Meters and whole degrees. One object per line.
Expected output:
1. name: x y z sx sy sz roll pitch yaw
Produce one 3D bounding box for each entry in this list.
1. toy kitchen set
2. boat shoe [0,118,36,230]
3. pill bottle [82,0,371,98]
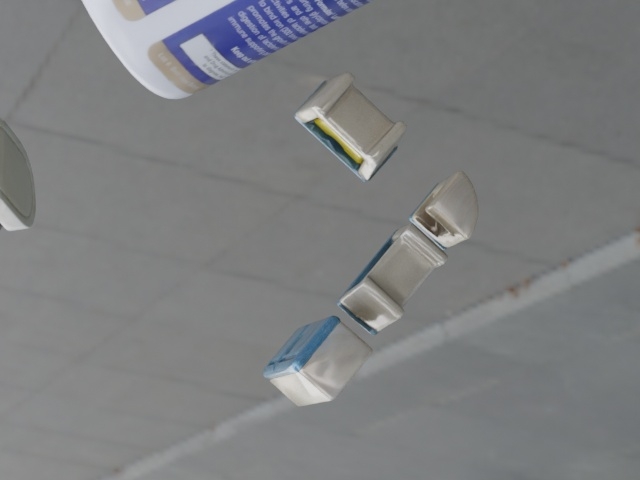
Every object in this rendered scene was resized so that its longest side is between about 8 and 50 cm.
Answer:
1. toy kitchen set: 0.000 0.000 1.336 0.166 0.207 0.122 42 165 -4
2. boat shoe: -0.350 -0.106 1.460 0.097 0.116 0.324 -9 148 10
3. pill bottle: -0.013 -0.206 1.007 0.265 0.153 0.153 -25 152 12
